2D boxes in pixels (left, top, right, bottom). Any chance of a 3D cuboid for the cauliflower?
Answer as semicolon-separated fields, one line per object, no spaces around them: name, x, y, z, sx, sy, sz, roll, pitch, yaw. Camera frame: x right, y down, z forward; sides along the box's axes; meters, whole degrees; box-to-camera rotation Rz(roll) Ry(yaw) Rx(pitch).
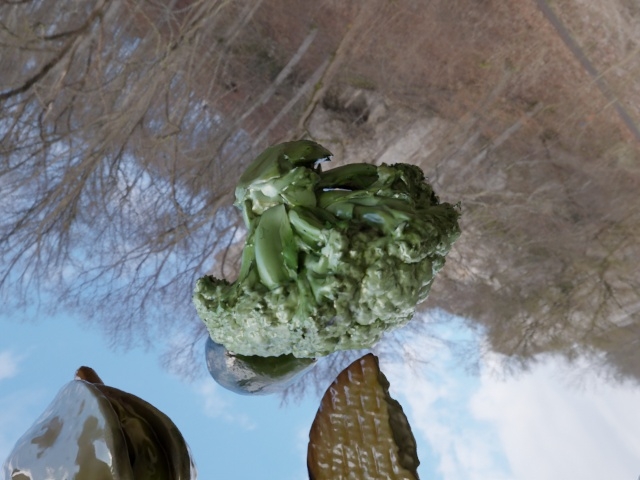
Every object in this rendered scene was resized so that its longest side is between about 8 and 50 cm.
cauliflower;0.000;0.000;0.576;0.275;0.272;0.250;-30;-89;-40

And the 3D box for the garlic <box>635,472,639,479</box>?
garlic;0.552;0.378;0.606;0.313;0.286;0.249;33;-143;1

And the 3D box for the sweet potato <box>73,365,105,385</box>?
sweet potato;-0.556;0.488;1.311;0.106;0.095;0.355;-5;-97;-79

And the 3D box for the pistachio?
pistachio;-0.266;0.264;0.615;0.166;0.287;0.198;9;-114;-53

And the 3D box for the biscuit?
biscuit;0.061;0.246;0.576;0.031;0.176;0.229;36;-117;-52

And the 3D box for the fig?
fig;-0.097;0.211;0.968;0.195;0.244;0.196;-15;-71;-52
